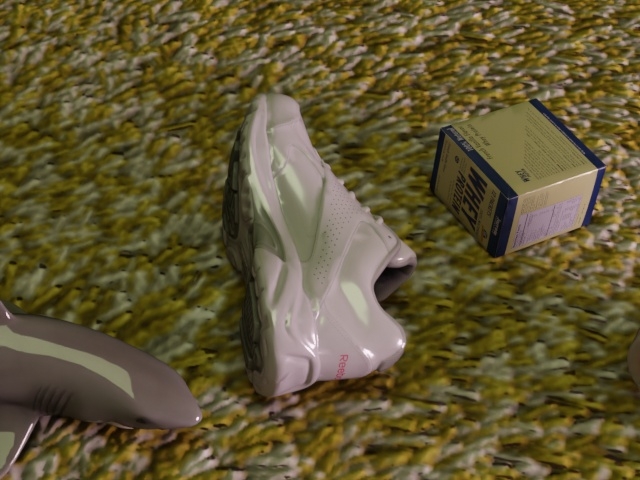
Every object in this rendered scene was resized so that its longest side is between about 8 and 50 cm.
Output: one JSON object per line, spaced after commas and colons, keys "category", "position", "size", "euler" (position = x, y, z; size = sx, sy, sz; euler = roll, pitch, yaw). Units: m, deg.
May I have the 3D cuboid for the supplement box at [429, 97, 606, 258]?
{"category": "supplement box", "position": [0.135, -0.044, 0.927], "size": [0.083, 0.056, 0.083], "euler": [-19, 49, -24]}

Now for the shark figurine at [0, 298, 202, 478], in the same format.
{"category": "shark figurine", "position": [-0.223, 0.072, 0.729], "size": [0.278, 0.116, 0.166], "euler": [-19, 47, -26]}

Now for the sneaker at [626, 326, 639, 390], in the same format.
{"category": "sneaker", "position": [0.343, 0.074, 0.789], "size": [0.302, 0.108, 0.121], "euler": [20, 49, 16]}

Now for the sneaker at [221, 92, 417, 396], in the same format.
{"category": "sneaker", "position": [0.000, 0.000, 0.858], "size": [0.115, 0.090, 0.232], "euler": [1, 52, -14]}
